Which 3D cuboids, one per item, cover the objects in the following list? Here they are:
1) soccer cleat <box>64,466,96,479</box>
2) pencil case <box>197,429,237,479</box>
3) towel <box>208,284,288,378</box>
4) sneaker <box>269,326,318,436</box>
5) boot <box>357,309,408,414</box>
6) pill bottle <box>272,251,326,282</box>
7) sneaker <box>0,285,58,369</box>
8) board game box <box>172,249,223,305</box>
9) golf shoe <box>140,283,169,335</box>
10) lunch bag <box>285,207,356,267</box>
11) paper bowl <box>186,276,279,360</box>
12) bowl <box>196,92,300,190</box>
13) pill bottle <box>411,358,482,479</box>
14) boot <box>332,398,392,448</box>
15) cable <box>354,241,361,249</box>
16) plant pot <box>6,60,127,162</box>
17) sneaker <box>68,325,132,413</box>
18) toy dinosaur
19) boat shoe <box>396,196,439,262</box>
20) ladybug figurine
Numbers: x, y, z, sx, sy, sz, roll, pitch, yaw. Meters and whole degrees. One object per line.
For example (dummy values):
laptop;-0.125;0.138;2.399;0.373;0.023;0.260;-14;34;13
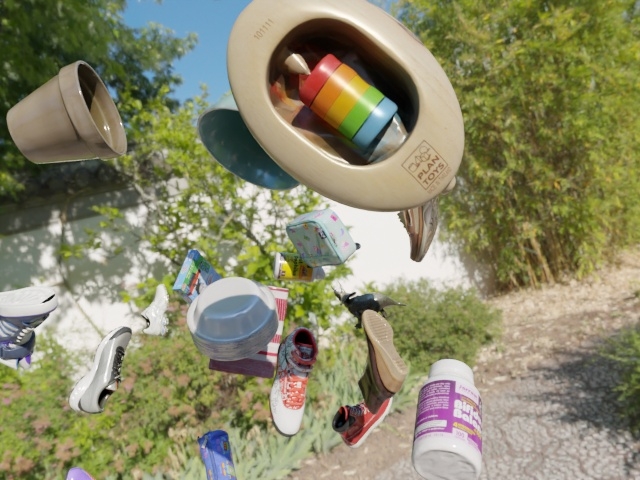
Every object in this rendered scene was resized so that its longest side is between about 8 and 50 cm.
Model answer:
soccer cleat;-0.690;0.837;1.702;0.116;0.318;0.109;-27;17;12
pencil case;-0.388;0.865;2.008;0.119;0.306;0.133;-30;-47;2
towel;-0.253;0.316;1.878;0.237;0.329;0.037;10;2;-10
sneaker;-0.068;0.362;1.385;0.090;0.270;0.145;14;-37;-17
boot;0.148;0.353;1.546;0.090;0.248;0.207;3;-47;-31
pill bottle;-0.090;0.117;2.241;0.215;0.117;0.117;6;-5;-10
sneaker;-0.869;0.271;1.563;0.322;0.236;0.130;-6;22;21
board game box;-0.411;0.158;1.830;0.039;0.160;0.211;-4;-39;24
golf shoe;-0.550;0.228;1.755;0.086;0.176;0.069;5;-20;-27
lunch bag;0.000;0.000;2.036;0.108;0.224;0.279;-36;15;-30
paper bowl;-0.279;0.227;1.671;0.284;0.148;0.284;-3;37;2
bowl;-0.150;-0.291;1.400;0.311;0.311;0.163;-17;41;55
pill bottle;0.333;0.460;1.375;0.169;0.169;0.301;-16;28;25
boot;0.142;0.558;1.764;0.088;0.176;0.244;23;62;42
cable;0.088;0.039;2.341;0.184;0.047;0.150;-7;-1;0
plant pot;-0.847;-0.391;1.747;0.280;0.323;0.323;-19;-1;-1
sneaker;-0.627;0.386;1.574;0.108;0.272;0.100;14;-26;15
toy dinosaur;0.199;0.272;2.191;0.313;0.160;0.121;1;36;13
boat shoe;0.309;-0.085;1.685;0.116;0.324;0.123;14;28;23
ladybug figurine;0.045;-0.227;0.907;0.305;0.449;0.162;-48;2;1
